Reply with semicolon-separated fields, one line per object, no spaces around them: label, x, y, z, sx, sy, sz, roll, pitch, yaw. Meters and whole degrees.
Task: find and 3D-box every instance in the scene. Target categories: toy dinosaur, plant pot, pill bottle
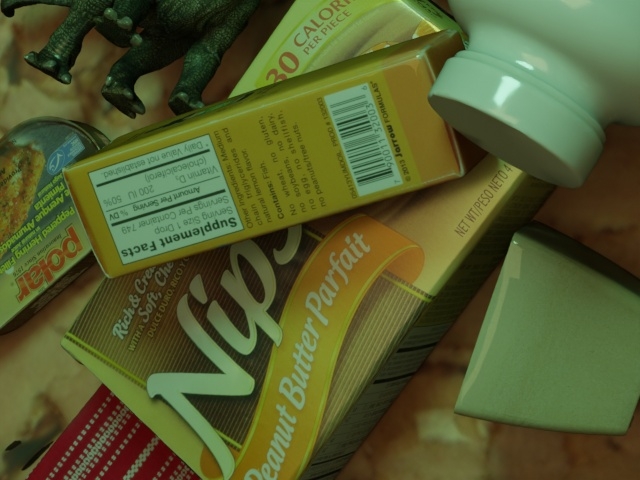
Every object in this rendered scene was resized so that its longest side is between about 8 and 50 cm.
toy dinosaur;-0.096;-0.164;1.111;0.160;0.121;0.313;-58;22;-21
plant pot;0.146;0.058;1.014;0.096;0.109;0.109;20;99;12
pill bottle;0.160;-0.161;0.897;0.146;0.146;0.264;30;84;21

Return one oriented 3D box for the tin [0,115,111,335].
tin;-0.210;-0.006;1.211;0.189;0.040;0.106;-38;72;21

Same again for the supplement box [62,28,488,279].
supplement box;-0.025;-0.048;0.999;0.233;0.078;0.080;-14;101;23

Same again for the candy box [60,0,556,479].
candy box;0.000;0.000;1.085;0.183;0.087;0.316;41;107;18

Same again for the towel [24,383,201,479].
towel;-0.099;0.238;1.167;0.275;0.031;0.199;45;107;18
